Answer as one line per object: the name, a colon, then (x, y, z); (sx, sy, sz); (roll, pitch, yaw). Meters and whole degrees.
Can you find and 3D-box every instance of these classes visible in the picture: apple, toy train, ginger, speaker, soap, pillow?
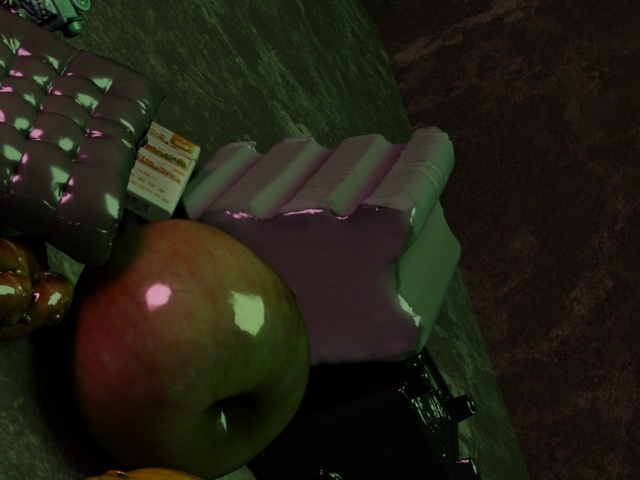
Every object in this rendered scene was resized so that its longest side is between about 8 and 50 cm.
apple: (-0.144, 0.110, 1.477); (0.234, 0.257, 0.257); (44, 2, 34)
toy train: (-0.358, -0.333, 1.827); (0.172, 0.070, 0.099); (62, 25, -2)
ginger: (-0.299, 0.048, 1.372); (0.103, 0.073, 0.162); (52, 19, 12)
speaker: (0.059, 0.243, 1.901); (0.184, 0.254, 0.232); (60, 15, -19)
soap: (0.000, 0.000, 1.932); (0.435, 0.350, 0.213); (-59, 145, -72)
pillow: (-0.284, -0.116, 1.490); (0.228, 0.101, 0.326); (26, 26, -13)

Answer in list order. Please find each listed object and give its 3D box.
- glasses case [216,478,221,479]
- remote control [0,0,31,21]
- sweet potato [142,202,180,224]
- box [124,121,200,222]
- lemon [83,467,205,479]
glasses case: (-0.105, 0.322, 1.608); (0.178, 0.045, 0.067); (60, 15, -17)
remote control: (-0.334, -0.189, 1.682); (0.266, 0.066, 0.090); (60, -12, 1)
sweet potato: (-0.205, -0.061, 1.914); (0.182, 0.053, 0.054); (-92, -170, -52)
box: (-0.225, -0.096, 1.835); (0.122, 0.032, 0.220); (28, 23, -8)
lemon: (-0.138, 0.299, 1.265); (0.257, 0.188, 0.188); (54, 17, -31)
